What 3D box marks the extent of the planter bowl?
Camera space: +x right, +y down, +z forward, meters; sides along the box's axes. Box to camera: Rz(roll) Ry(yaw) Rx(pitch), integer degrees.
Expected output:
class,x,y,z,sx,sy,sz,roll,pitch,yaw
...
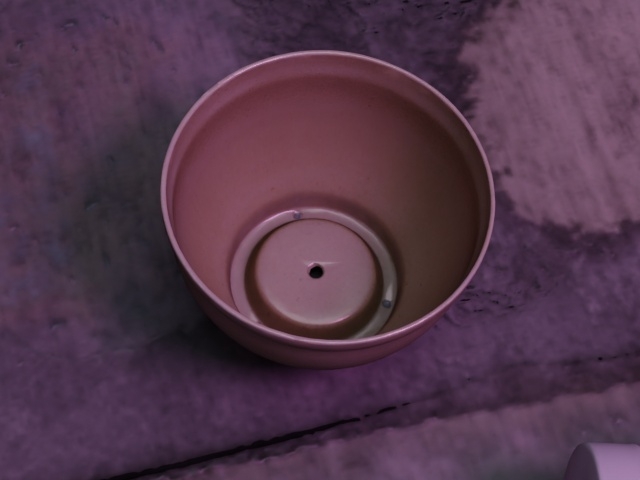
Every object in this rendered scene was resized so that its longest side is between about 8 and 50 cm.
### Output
class,x,y,z,sx,sy,sz,roll,pitch,yaw
planter bowl,0.000,0.000,0.708,0.162,0.109,0.162,2,62,-4

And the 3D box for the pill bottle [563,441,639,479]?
class,x,y,z,sx,sy,sz,roll,pitch,yaw
pill bottle,0.229,0.147,0.646,0.221,0.124,0.124,4,63,-2
